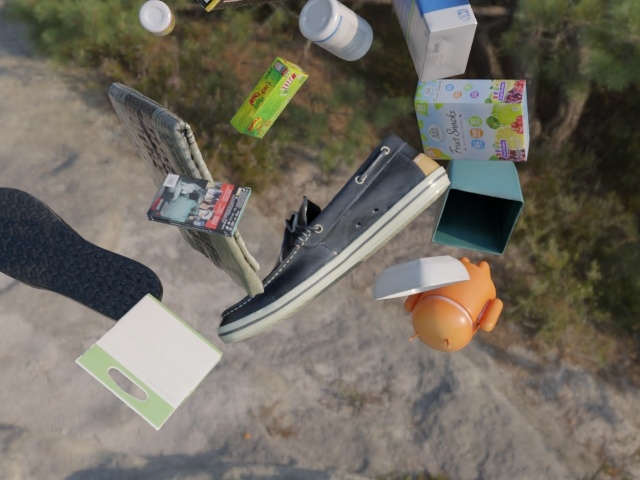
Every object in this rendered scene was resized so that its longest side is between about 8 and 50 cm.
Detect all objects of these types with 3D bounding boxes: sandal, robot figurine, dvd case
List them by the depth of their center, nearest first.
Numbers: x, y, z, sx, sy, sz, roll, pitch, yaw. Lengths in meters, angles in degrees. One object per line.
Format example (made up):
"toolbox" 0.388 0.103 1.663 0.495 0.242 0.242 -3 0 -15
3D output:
"dvd case" -0.162 -0.049 1.224 0.120 0.013 0.087 12 48 6
"robot figurine" 0.256 0.127 1.770 0.158 0.128 0.219 38 52 2
"sandal" -0.533 0.047 1.893 0.446 0.107 0.167 31 76 5

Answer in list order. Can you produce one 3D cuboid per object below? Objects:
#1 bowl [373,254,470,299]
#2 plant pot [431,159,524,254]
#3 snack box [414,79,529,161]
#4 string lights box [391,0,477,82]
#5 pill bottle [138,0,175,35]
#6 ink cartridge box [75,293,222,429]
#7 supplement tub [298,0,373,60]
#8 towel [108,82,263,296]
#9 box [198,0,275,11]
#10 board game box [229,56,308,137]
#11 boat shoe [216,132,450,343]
"bowl" 0.174 0.063 1.600 0.142 0.142 0.053 -3 79 -45
"plant pot" 0.350 -0.117 2.076 0.166 0.165 0.234 10 43 -2
"snack box" 0.300 -0.235 1.797 0.207 0.174 0.070 4 56 19
"string lights box" 0.156 -0.392 1.408 0.077 0.133 0.259 -13 68 -6
"pill bottle" -0.223 -0.304 1.254 0.044 0.043 0.083 3 8 -4
"ink cartridge box" -0.282 0.203 1.489 0.171 0.056 0.235 40 33 0
"supplement tub" 0.024 -0.319 1.376 0.071 0.071 0.107 39 12 34
"towel" -0.209 -0.088 1.463 0.056 0.324 0.312 -33 32 -17
"box" -0.047 -0.473 1.399 0.079 0.257 0.322 48 25 0
"board game box" -0.114 -0.316 2.036 0.043 0.181 0.092 45 17 21
"boat shoe" 0.000 0.000 1.639 0.500 0.187 0.156 -40 86 4
